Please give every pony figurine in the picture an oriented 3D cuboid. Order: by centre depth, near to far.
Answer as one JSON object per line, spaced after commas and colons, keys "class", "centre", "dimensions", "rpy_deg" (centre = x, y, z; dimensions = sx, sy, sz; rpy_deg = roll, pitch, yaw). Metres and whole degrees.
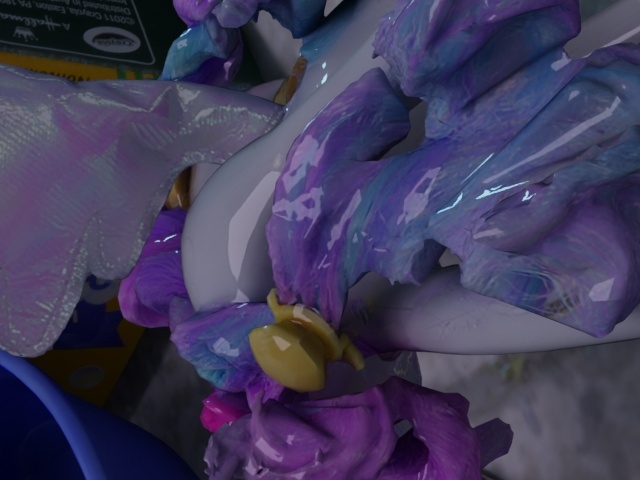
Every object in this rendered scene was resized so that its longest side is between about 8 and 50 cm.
{"class": "pony figurine", "centre": [0.000, 0.000, 0.586], "dimensions": [0.303, 0.351, 0.363], "rpy_deg": [46, 140, -13]}

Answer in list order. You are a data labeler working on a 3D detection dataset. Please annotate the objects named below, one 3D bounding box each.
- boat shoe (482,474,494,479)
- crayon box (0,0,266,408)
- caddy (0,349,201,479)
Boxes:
{"class": "boat shoe", "centre": [0.034, 0.129, 0.723], "dimensions": [0.233, 0.079, 0.084], "rpy_deg": [5, 99, 52]}
{"class": "crayon box", "centre": [-0.183, 0.015, 0.869], "dimensions": [0.323, 0.203, 0.083], "rpy_deg": [-59, 39, 36]}
{"class": "caddy", "centre": [-0.146, 0.199, 0.775], "dimensions": [0.241, 0.179, 0.341], "rpy_deg": [-36, 62, 11]}
